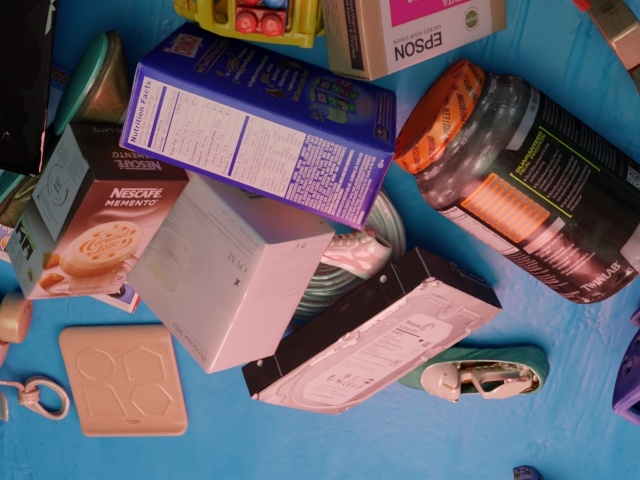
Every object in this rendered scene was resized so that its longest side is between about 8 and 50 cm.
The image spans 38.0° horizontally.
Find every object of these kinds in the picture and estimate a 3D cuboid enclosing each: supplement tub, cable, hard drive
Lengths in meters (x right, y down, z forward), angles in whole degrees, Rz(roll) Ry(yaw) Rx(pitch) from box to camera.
[{"bbox_3d":[0.277,-0.081,1.240,0.338,0.207,0.207,34,116,-11],"label":"supplement tub"},{"bbox_3d":[0.000,0.000,1.382,0.257,0.089,0.257,-34,108,20],"label":"cable"},{"bbox_3d":[0.081,0.150,1.392,0.339,0.064,0.237,-36,147,21],"label":"hard drive"}]

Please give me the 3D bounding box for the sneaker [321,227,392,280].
[{"bbox_3d":[0.038,0.003,1.301,0.134,0.051,0.070,23,115,-9],"label":"sneaker"}]

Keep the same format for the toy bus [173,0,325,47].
[{"bbox_3d":[-0.094,-0.311,1.160,0.220,0.211,0.149,8,120,4],"label":"toy bus"}]

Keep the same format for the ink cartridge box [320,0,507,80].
[{"bbox_3d":[0.113,-0.322,1.128,0.235,0.088,0.193,-26,120,-28],"label":"ink cartridge box"}]

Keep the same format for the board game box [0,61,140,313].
[{"bbox_3d":[-0.363,-0.083,1.379,0.308,0.086,0.302,24,117,-6],"label":"board game box"}]

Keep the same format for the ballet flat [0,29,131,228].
[{"bbox_3d":[-0.321,-0.129,1.249,0.124,0.116,0.342,26,119,-30],"label":"ballet flat"}]

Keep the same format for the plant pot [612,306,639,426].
[{"bbox_3d":[0.576,0.158,1.307,0.236,0.212,0.236,28,138,-7],"label":"plant pot"}]

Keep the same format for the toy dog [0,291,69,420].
[{"bbox_3d":[-0.566,0.217,1.517,0.220,0.161,0.333,-6,117,10],"label":"toy dog"}]

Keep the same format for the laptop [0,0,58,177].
[{"bbox_3d":[-0.477,-0.351,1.167,0.382,0.407,0.236,15,152,0],"label":"laptop"}]

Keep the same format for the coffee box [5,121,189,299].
[{"bbox_3d":[-0.299,-0.034,1.228,0.141,0.098,0.246,-3,144,-42],"label":"coffee box"}]

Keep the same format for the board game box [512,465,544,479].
[{"bbox_3d":[0.387,0.505,1.542,0.060,0.194,0.194,-22,113,17],"label":"board game box"}]

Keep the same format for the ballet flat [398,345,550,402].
[{"bbox_3d":[0.237,0.213,1.466,0.247,0.087,0.083,-6,117,10],"label":"ballet flat"}]

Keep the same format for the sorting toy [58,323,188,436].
[{"bbox_3d":[-0.330,0.236,1.575,0.193,0.038,0.208,-2,113,7],"label":"sorting toy"}]

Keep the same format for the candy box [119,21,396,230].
[{"bbox_3d":[-0.068,-0.159,1.203,0.317,0.268,0.122,20,114,-3],"label":"candy box"}]

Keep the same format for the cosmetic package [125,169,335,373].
[{"bbox_3d":[-0.136,0.018,1.274,0.224,0.138,0.224,42,123,28],"label":"cosmetic package"}]

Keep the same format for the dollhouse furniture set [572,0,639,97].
[{"bbox_3d":[0.419,-0.327,1.153,0.201,0.152,0.374,-36,126,21],"label":"dollhouse furniture set"}]
